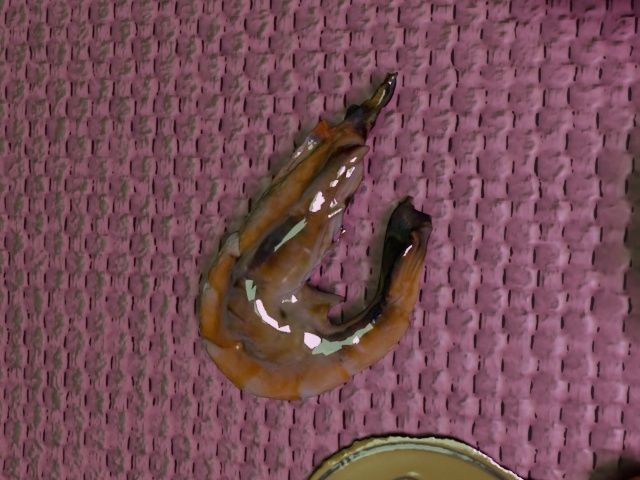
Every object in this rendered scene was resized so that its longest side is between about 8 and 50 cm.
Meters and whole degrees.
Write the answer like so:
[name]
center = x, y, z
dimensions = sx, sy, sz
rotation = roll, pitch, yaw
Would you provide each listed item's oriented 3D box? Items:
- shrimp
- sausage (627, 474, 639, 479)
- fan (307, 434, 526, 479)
[shrimp]
center = 0.012, 0.012, 0.398
dimensions = 0.145, 0.059, 0.254
rotation = 40, 98, 5
[sausage]
center = 0.292, 0.226, 0.330
dimensions = 0.238, 0.098, 0.098
rotation = 22, 95, 11
[fan]
center = 0.046, 0.279, 0.419
dimensions = 0.335, 0.011, 0.230
rotation = -38, 84, 8
